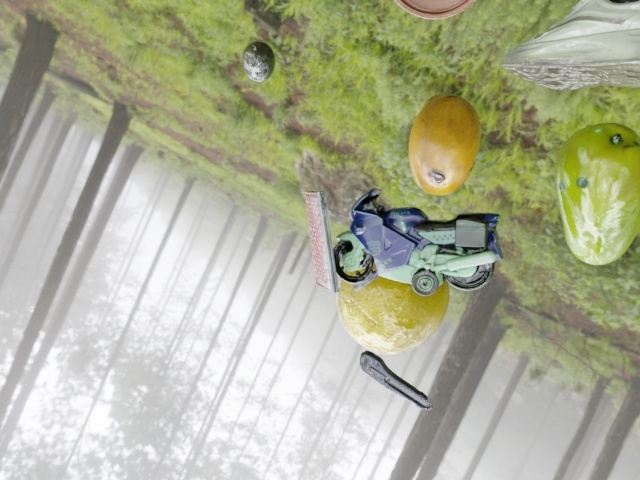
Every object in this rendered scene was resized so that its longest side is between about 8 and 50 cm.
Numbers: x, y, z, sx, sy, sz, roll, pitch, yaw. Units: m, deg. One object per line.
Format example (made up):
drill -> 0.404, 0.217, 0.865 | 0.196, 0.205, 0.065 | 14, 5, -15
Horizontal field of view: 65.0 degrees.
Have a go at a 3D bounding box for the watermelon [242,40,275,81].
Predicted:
watermelon -> -0.138, -0.404, 1.130 | 0.078, 0.078, 0.110 | 24, 172, -2

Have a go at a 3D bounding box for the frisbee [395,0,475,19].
frisbee -> 0.240, -0.591, 1.036 | 0.251, 0.251, 0.021 | 25, -137, 15

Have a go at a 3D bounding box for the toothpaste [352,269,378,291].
toothpaste -> 0.107, 0.082, 1.091 | 0.024, 0.083, 0.015 | 53, -176, -46

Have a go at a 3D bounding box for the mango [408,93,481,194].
mango -> 0.231, -0.184, 0.930 | 0.120, 0.177, 0.295 | 9, -151, 13

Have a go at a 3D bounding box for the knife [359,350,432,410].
knife -> 0.105, 0.198, 0.708 | 0.121, 0.031, 0.018 | 31, -169, 14

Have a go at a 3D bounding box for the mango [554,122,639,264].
mango -> 0.494, -0.070, 0.893 | 0.143, 0.175, 0.293 | -9, 132, 13

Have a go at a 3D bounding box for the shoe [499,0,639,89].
shoe -> 0.431, -0.331, 0.794 | 0.124, 0.159, 0.316 | 13, -167, -30

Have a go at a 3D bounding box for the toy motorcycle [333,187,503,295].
toy motorcycle -> 0.172, -0.003, 0.953 | 0.331, 0.196, 0.125 | 1, -173, 26

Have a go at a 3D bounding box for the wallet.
wallet -> 0.000, 0.000, 0.989 | 0.020, 0.196, 0.103 | -12, -171, -19

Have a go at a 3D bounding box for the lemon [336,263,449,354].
lemon -> 0.214, 0.169, 1.494 | 0.348, 0.348, 0.348 | 24, -177, -2
